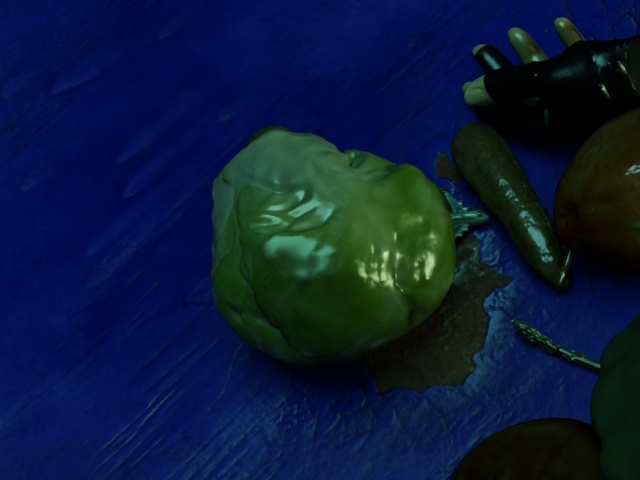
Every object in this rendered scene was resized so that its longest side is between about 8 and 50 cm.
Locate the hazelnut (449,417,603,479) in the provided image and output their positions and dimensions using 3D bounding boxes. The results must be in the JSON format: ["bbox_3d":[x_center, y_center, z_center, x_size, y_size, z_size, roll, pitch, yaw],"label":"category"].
[{"bbox_3d":[0.249,0.305,1.634,0.217,0.217,0.251,-29,73,-6],"label":"hazelnut"}]

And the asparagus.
[{"bbox_3d":[0.323,0.146,1.840,0.233,0.022,0.023,25,110,25],"label":"asparagus"}]

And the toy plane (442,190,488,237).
[{"bbox_3d":[0.171,-0.025,1.988,0.083,0.033,0.080,0,56,6],"label":"toy plane"}]

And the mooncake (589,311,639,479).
[{"bbox_3d":[0.445,0.203,1.585,0.356,0.194,0.356,17,51,-22],"label":"mooncake"}]

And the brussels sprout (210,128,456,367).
[{"bbox_3d":[-0.001,0.013,1.871,0.317,0.242,0.273,25,75,8],"label":"brussels sprout"}]

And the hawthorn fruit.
[{"bbox_3d":[0.375,-0.043,1.854,0.262,0.210,0.210,-31,54,6],"label":"hawthorn fruit"}]

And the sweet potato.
[{"bbox_3d":[0.239,-0.051,1.963,0.075,0.075,0.273,-27,55,-4],"label":"sweet potato"}]

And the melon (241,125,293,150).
[{"bbox_3d":[-0.064,-0.081,2.046,0.099,0.099,0.162,-2,55,13],"label":"melon"}]

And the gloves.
[{"bbox_3d":[0.299,-0.199,1.996,0.197,0.152,0.301,-12,21,-42],"label":"gloves"}]
